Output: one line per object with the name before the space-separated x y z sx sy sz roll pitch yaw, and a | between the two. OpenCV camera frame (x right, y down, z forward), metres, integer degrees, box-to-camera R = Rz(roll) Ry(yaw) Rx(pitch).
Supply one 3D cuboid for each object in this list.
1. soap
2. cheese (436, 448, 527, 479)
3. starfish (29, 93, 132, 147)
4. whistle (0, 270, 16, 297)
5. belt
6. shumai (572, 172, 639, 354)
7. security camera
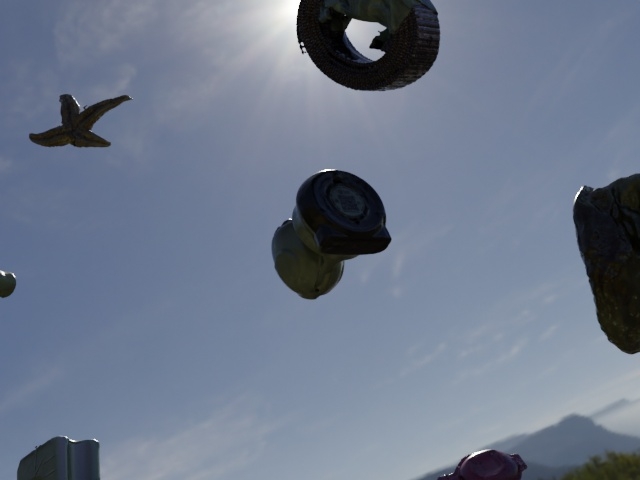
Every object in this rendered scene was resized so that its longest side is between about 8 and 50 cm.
soap | -0.472 0.517 1.578 0.095 0.289 0.173 17 -40 -40
cheese | 0.343 0.534 1.966 0.244 0.155 0.062 -18 -65 -11
starfish | -0.537 -0.265 1.921 0.248 0.138 0.050 8 -20 27
whistle | -0.596 0.047 1.388 0.126 0.067 0.258 -39 -30 19
belt | 0.094 -0.442 1.797 0.122 0.325 0.260 -11 -51 -48
shumai | 0.497 0.026 1.296 0.204 0.271 0.222 -11 10 25
security camera | 0.000 0.000 1.869 0.197 0.191 0.277 0 -38 -32
